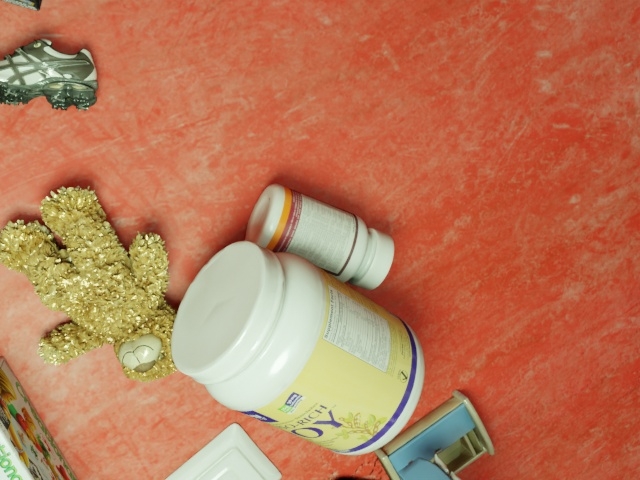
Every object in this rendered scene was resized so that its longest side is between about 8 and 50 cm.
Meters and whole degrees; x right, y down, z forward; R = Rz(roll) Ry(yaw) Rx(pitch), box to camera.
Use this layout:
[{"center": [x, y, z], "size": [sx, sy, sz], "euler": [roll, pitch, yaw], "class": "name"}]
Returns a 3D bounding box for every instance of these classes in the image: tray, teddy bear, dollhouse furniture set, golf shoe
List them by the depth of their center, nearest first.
[{"center": [-0.418, -0.240, 0.952], "size": [0.198, 0.077, 0.093], "euler": [2, 83, -23], "class": "golf shoe"}, {"center": [-0.324, 0.081, 1.004], "size": [0.245, 0.113, 0.337], "euler": [-23, 104, -12], "class": "teddy bear"}, {"center": [-0.206, 0.448, 1.141], "size": [0.270, 0.030, 0.145], "euler": [-39, 107, -10], "class": "tray"}, {"center": [0.276, 0.454, 1.160], "size": [0.198, 0.303, 0.286], "euler": [-32, 107, -11], "class": "dollhouse furniture set"}]

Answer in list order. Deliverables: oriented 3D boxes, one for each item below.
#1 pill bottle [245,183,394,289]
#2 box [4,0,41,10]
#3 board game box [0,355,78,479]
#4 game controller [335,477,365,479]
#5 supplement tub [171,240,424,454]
[{"center": [0.000, 0.000, 1.095], "size": [0.221, 0.121, 0.121], "euler": [21, 91, -21], "class": "pill bottle"}, {"center": [-0.425, -0.453, 0.872], "size": [0.164, 0.142, 0.247], "euler": [12, 93, -20], "class": "box"}, {"center": [-0.414, 0.331, 0.966], "size": [0.053, 0.193, 0.305], "euler": [-27, 106, -13], "class": "board game box"}, {"center": [0.038, 0.593, 1.238], "size": [0.167, 0.067, 0.319], "euler": [17, 93, -35], "class": "game controller"}, {"center": [-0.029, 0.164, 1.017], "size": [0.331, 0.241, 0.241], "euler": [33, 87, -33], "class": "supplement tub"}]
